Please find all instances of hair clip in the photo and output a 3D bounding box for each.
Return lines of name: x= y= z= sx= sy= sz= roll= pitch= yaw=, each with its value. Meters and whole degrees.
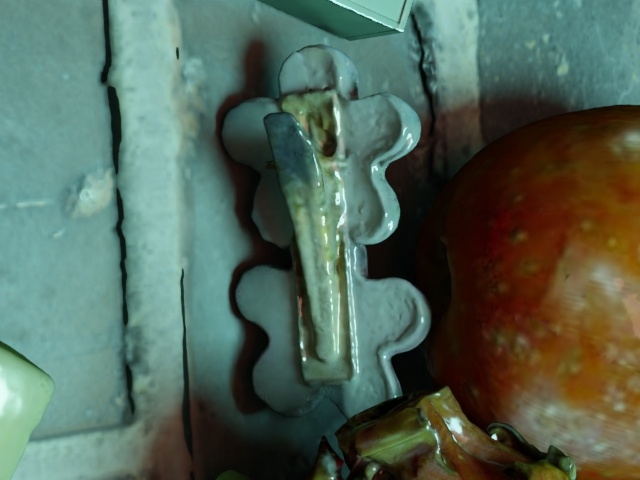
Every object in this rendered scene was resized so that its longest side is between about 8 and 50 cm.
hair clip: x=0.003 y=-0.001 z=1.088 sx=0.075 sy=0.146 sz=0.257 roll=-32 pitch=116 yaw=-66

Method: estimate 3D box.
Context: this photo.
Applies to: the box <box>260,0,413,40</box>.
box: x=0.017 y=-0.266 z=1.109 sx=0.129 sy=0.086 sz=0.225 roll=21 pitch=82 yaw=-27

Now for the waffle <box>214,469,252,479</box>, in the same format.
waffle: x=-0.046 y=0.335 z=1.108 sx=0.297 sy=0.073 sz=0.317 roll=45 pitch=70 yaw=-21

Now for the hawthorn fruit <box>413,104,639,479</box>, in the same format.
hawthorn fruit: x=0.203 y=0.042 z=1.118 sx=0.284 sy=0.284 sz=0.284 roll=-1 pitch=92 yaw=-27

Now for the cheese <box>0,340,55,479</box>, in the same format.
cheese: x=-0.320 y=0.136 z=0.931 sx=0.242 sy=0.124 sz=0.266 roll=32 pitch=78 yaw=-28

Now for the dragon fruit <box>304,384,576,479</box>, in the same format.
dragon fruit: x=0.089 y=0.252 z=1.002 sx=0.250 sy=0.250 sz=0.315 roll=-41 pitch=90 yaw=-20
